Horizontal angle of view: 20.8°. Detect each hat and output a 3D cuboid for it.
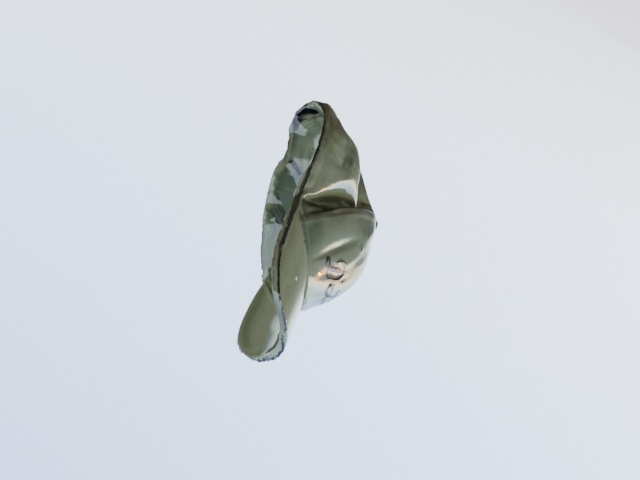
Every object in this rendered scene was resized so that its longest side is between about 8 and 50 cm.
[{"bbox_3d":[-0.006,0.002,1.160,0.081,0.122,0.166,19,-133,-2],"label":"hat"}]
